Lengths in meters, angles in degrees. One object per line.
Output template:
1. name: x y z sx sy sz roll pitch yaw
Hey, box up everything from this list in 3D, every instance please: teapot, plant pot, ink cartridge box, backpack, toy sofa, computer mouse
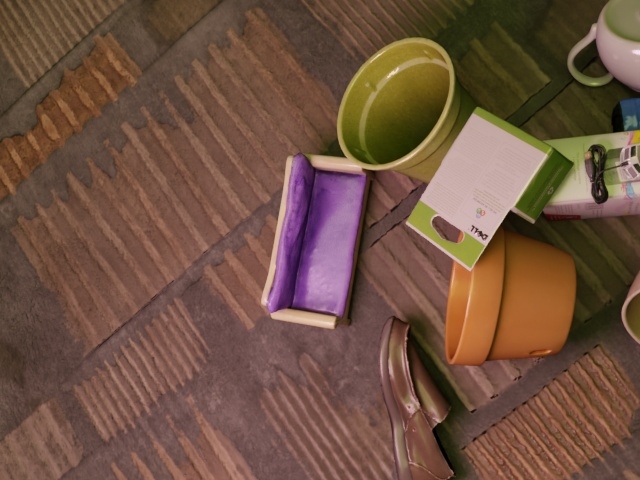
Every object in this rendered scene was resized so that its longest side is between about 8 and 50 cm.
1. teapot: 0.657 -0.371 1.641 0.252 0.187 0.256 -33 46 -8
2. plant pot: 0.364 0.108 1.623 0.203 0.291 0.291 8 85 3
3. ink cartridge box: 0.574 -0.122 1.601 0.306 0.226 0.131 -6 80 16
4. plant pot: 0.219 -0.225 1.690 0.276 0.254 0.276 -20 59 37
5. backpack: 0.623 -0.234 1.656 0.101 0.120 0.098 -11 78 16
6. ink cartridge box: 0.302 -0.086 1.537 0.189 0.097 0.255 40 103 41
7. toy sofa: 0.000 0.000 1.794 0.150 0.177 0.362 8 84 19
8. computer mouse: 0.562 -0.136 1.468 0.193 0.042 0.106 -14 73 21

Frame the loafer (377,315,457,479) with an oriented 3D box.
1. loafer: 0.202 0.330 1.718 0.130 0.134 0.366 -10 89 12

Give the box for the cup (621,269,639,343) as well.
1. cup: 0.730 0.064 1.505 0.331 0.331 0.237 13 60 19
